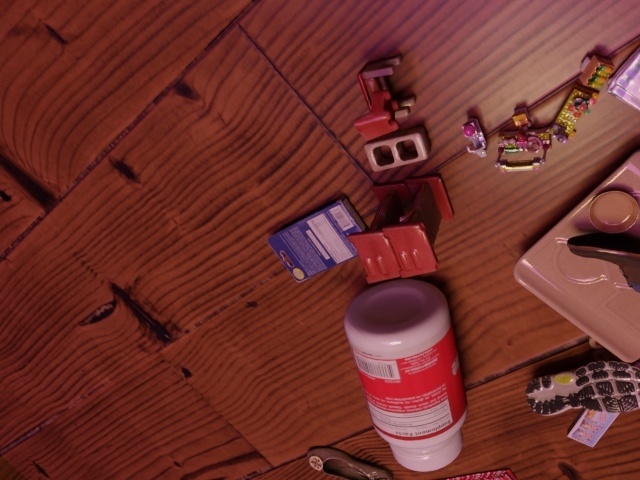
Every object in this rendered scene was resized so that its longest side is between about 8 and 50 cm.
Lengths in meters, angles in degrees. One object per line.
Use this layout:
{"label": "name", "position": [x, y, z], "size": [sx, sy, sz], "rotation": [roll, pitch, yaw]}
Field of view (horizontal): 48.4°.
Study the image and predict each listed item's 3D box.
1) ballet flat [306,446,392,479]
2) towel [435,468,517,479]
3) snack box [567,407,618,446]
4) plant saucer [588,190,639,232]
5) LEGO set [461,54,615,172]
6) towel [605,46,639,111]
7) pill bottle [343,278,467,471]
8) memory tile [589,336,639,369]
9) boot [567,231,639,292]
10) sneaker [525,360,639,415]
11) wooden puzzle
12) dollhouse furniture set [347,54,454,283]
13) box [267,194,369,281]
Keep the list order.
{"label": "ballet flat", "position": [0.076, 0.635, 1.964], "size": [0.249, 0.058, 0.084], "rotation": [15, 125, 13]}
{"label": "towel", "position": [0.417, 0.700, 1.887], "size": [0.274, 0.031, 0.199], "rotation": [-23, 111, 32]}
{"label": "snack box", "position": [0.627, 0.396, 1.609], "size": [0.064, 0.022, 0.178], "rotation": [22, 127, 6]}
{"label": "plant saucer", "position": [0.525, -0.053, 1.275], "size": [0.083, 0.015, 0.083], "rotation": [9, 120, 15]}
{"label": "LEGO set", "position": [0.395, -0.201, 1.258], "size": [0.287, 0.107, 0.132], "rotation": [-24, 111, 34]}
{"label": "towel", "position": [0.651, -0.256, 1.169], "size": [0.285, 0.034, 0.209], "rotation": [33, 128, -1]}
{"label": "pill bottle", "position": [0.204, 0.310, 1.595], "size": [0.229, 0.229, 0.408], "rotation": [-3, 120, 24]}
{"label": "memory tile", "position": [0.652, 0.239, 1.503], "size": [0.148, 0.012, 0.113], "rotation": [-10, 117, 27]}
{"label": "boot", "position": [0.554, 0.050, 1.284], "size": [0.219, 0.082, 0.106], "rotation": [6, 117, 13]}
{"label": "sneaker", "position": [0.577, 0.307, 1.513], "size": [0.279, 0.118, 0.107], "rotation": [-15, 79, 44]}
{"label": "wooden puzzle", "position": [0.600, 0.032, 1.355], "size": [0.322, 0.080, 0.348], "rotation": [36, 123, -4]}
{"label": "dollhouse furniture set", "position": [0.120, -0.132, 1.359], "size": [0.152, 0.201, 0.374], "rotation": [-10, 117, 27]}
{"label": "box", "position": [0.000, 0.000, 1.596], "size": [0.225, 0.036, 0.136], "rotation": [-26, 109, 31]}
